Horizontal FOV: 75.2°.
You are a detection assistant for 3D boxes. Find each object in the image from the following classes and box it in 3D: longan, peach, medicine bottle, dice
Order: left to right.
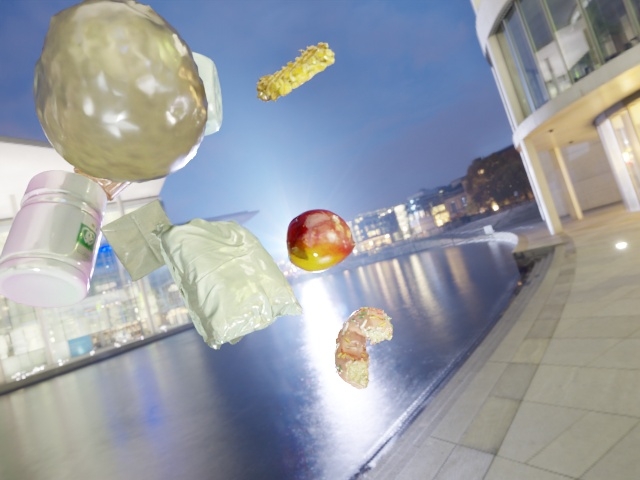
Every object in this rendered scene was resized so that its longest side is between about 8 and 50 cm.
[{"bbox_3d":[-0.716,-0.005,1.126,0.212,0.325,0.212,-7,-35,-5],"label":"medicine bottle"},{"bbox_3d":[-0.475,-0.346,1.031,0.436,0.404,0.404,-24,-8,39],"label":"longan"},{"bbox_3d":[-0.557,-0.598,1.729,0.262,0.268,0.264,-3,-8,-5],"label":"dice"},{"bbox_3d":[0.000,0.000,1.170,0.197,0.197,0.197,-16,-4,-1],"label":"peach"}]

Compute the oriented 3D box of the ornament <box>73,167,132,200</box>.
[{"bbox_3d":[-0.821,-0.284,1.645,0.221,0.235,0.217,13,55,35],"label":"ornament"}]

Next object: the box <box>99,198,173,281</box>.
[{"bbox_3d":[-0.450,-0.002,1.074,0.155,0.149,0.231,-32,13,-19],"label":"box"}]

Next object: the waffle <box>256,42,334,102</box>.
[{"bbox_3d":[-0.092,-0.559,1.373,0.293,0.069,0.260,-31,32,6],"label":"waffle"}]

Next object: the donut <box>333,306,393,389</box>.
[{"bbox_3d":[0.108,0.293,1.188,0.085,0.233,0.199,23,3,-18],"label":"donut"}]

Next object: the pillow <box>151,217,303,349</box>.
[{"bbox_3d":[-0.198,0.074,0.930,0.138,0.310,0.283,-47,-23,27],"label":"pillow"}]
